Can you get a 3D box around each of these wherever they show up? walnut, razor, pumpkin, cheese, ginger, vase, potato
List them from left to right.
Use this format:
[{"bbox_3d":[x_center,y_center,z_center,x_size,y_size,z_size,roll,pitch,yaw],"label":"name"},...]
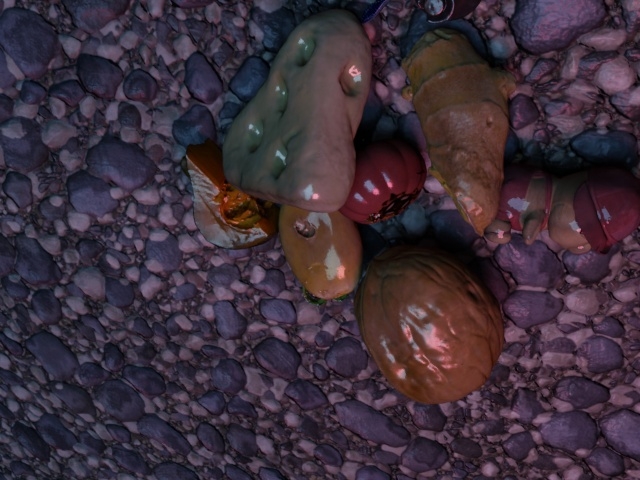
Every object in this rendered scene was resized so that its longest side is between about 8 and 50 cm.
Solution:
[{"bbox_3d":[-0.198,-0.076,1.680,0.126,0.131,0.248,-34,103,32],"label":"pumpkin"},{"bbox_3d":[-0.058,-0.224,1.531,0.328,0.129,0.351,2,84,53],"label":"cheese"},{"bbox_3d":[0.000,0.000,1.646,0.150,0.146,0.234,-15,96,-3],"label":"potato"},{"bbox_3d":[0.116,-0.420,1.425,0.028,0.044,0.154,18,131,-25],"label":"razor"},{"bbox_3d":[0.199,0.150,1.608,0.252,0.277,0.313,-38,100,1],"label":"walnut"},{"bbox_3d":[0.192,-0.389,1.325,0.120,0.183,0.120,9,123,14],"label":"vase"},{"bbox_3d":[0.236,-0.181,1.421,0.190,0.126,0.354,-6,90,10],"label":"ginger"}]

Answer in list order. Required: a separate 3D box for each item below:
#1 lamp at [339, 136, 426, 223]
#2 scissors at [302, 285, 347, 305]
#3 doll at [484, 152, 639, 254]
[{"bbox_3d":[0.101,-0.112,1.538,0.182,0.182,0.140,-43,66,33],"label":"lamp"},{"bbox_3d":[-0.016,0.042,1.751,0.101,0.027,0.204,-15,113,22],"label":"scissors"},{"bbox_3d":[0.418,-0.052,1.458,0.256,0.196,0.152,3,139,25],"label":"doll"}]
